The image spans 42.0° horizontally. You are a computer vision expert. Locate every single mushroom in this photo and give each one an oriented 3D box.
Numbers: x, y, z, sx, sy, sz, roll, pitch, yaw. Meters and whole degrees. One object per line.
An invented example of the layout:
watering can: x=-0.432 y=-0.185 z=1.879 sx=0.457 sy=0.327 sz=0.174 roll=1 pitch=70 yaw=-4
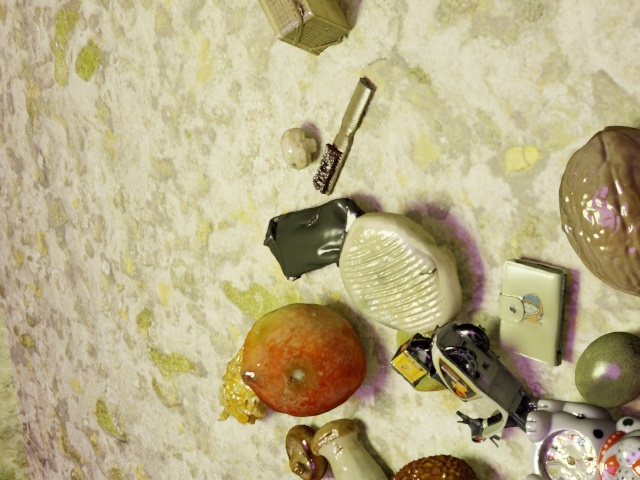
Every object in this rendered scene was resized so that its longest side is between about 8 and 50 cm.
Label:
mushroom: x=0.089 y=0.518 z=1.640 sx=0.128 sy=0.128 sz=0.350 roll=-50 pitch=58 yaw=44
mushroom: x=-0.042 y=-0.178 z=1.609 sx=0.083 sy=0.067 sz=0.083 roll=167 pitch=90 yaw=-85
mushroom: x=-0.030 y=0.458 z=1.792 sx=0.109 sy=0.085 sz=0.126 roll=-125 pitch=26 yaw=-76

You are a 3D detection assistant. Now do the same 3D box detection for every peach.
peach: x=-0.044 y=0.235 z=1.603 sx=0.232 sy=0.257 sz=0.232 roll=17 pitch=115 yaw=40

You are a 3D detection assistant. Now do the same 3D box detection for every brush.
brush: x=0.037 y=-0.186 z=1.540 sx=0.043 sy=0.036 sz=0.248 roll=44 pitch=132 yaw=24

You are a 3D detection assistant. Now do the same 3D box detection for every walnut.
walnut: x=0.399 y=-0.036 z=1.083 sx=0.178 sy=0.178 sz=0.230 roll=-8 pitch=98 yaw=49

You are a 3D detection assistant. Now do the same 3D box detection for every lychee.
lychee: x=0.203 y=0.469 z=1.468 sx=0.194 sy=0.194 sz=0.194 roll=18 pitch=116 yaw=44

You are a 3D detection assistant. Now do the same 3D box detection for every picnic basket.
picnic basket: x=-0.029 y=-0.398 z=1.443 sx=0.079 sy=0.164 sz=0.115 roll=-31 pitch=76 yaw=25

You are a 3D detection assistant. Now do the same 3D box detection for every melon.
melon: x=0.418 y=0.186 z=1.191 sx=0.098 sy=0.098 sz=0.130 roll=49 pitch=141 yaw=26

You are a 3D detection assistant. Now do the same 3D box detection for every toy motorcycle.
toy motorcycle: x=0.257 y=0.242 z=1.361 sx=0.263 sy=0.091 sz=0.157 roll=43 pitch=132 yaw=0

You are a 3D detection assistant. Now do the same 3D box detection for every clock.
clock: x=0.431 y=0.321 z=1.174 sx=0.254 sy=0.189 sz=0.189 roll=-7 pitch=97 yaw=46

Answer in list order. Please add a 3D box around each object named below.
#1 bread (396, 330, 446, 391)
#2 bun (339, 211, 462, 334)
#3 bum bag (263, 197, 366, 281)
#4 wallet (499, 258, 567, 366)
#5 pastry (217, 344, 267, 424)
bread: x=0.193 y=0.194 z=1.472 sx=0.188 sy=0.065 sz=0.149 roll=-33 pitch=72 yaw=50
bun: x=0.142 y=0.052 z=1.440 sx=0.237 sy=0.116 sz=0.210 roll=54 pitch=133 yaw=4
bum bag: x=0.000 y=0.000 z=1.616 sx=0.326 sy=0.080 sz=0.142 roll=-11 pitch=87 yaw=53
wallet: x=0.333 y=0.110 z=1.305 sx=0.110 sy=0.039 sz=0.155 roll=16 pitch=115 yaw=41
pastry: x=-0.159 y=0.316 z=1.870 sx=0.154 sy=0.102 sz=0.250 roll=46 pitch=131 yaw=13
